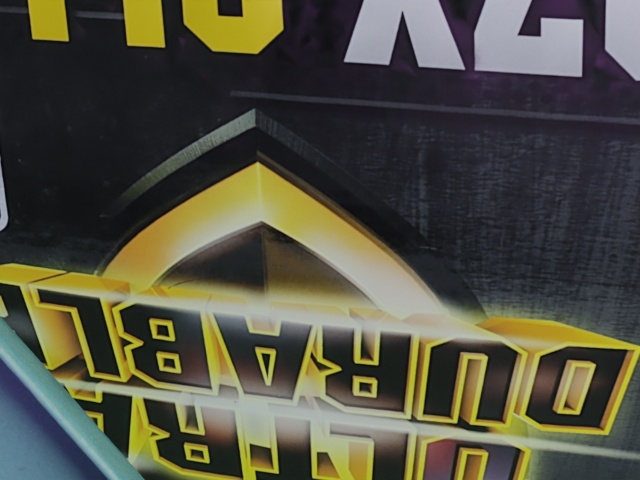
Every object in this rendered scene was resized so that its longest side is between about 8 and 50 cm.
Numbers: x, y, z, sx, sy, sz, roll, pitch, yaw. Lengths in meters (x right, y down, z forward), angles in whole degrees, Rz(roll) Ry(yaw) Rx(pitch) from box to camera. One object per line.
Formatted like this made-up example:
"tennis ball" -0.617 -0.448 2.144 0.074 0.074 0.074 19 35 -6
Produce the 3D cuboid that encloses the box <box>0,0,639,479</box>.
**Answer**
"box" 0.000 0.000 0.437 0.322 0.079 0.257 6 116 17

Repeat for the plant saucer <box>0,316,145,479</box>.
"plant saucer" -0.078 0.060 0.442 0.067 0.018 0.192 -34 102 31
